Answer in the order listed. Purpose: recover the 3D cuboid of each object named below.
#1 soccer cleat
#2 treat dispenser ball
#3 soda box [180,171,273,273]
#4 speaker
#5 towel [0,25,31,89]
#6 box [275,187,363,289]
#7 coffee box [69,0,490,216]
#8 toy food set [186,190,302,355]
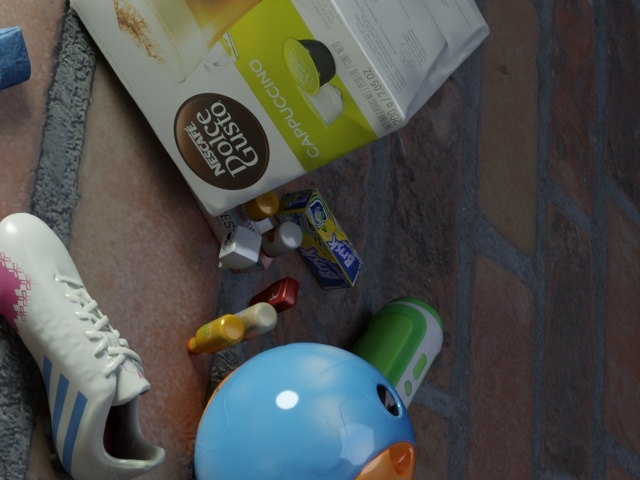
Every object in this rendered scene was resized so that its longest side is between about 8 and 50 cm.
[{"bbox_3d":[-0.263,0.120,1.482,0.116,0.143,0.331,-35,112,-56],"label":"soccer cleat"},{"bbox_3d":[-0.020,0.276,1.704,0.288,0.288,0.288,21,65,-55],"label":"treat dispenser ball"},{"bbox_3d":[-0.123,-0.043,1.835,0.183,0.058,0.063,64,35,-27],"label":"soda box"},{"bbox_3d":[0.095,0.214,2.062,0.296,0.131,0.131,-53,127,-49],"label":"speaker"},{"bbox_3d":[-0.376,-0.201,1.486,0.119,0.029,0.067,-32,111,-57],"label":"towel"},{"bbox_3d":[0.000,0.000,2.024,0.169,0.059,0.054,57,41,-35],"label":"box"},{"bbox_3d":[-0.044,-0.289,1.706,0.337,0.334,0.338,58,36,-13],"label":"coffee box"},{"bbox_3d":[-0.101,0.053,1.777,0.111,0.104,0.232,25,60,-28],"label":"toy food set"}]
